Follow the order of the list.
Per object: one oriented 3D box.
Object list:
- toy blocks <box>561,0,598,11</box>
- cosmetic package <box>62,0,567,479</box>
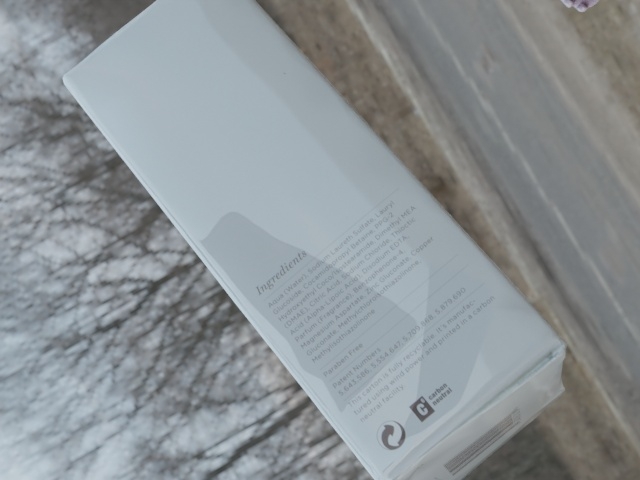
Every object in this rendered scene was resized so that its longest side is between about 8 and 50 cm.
[{"bbox_3d":[0.251,-0.300,1.037,0.288,0.309,0.260,7,-129,-34],"label":"toy blocks"},{"bbox_3d":[0.000,0.000,0.881,0.385,0.156,0.217,51,178,19],"label":"cosmetic package"}]
